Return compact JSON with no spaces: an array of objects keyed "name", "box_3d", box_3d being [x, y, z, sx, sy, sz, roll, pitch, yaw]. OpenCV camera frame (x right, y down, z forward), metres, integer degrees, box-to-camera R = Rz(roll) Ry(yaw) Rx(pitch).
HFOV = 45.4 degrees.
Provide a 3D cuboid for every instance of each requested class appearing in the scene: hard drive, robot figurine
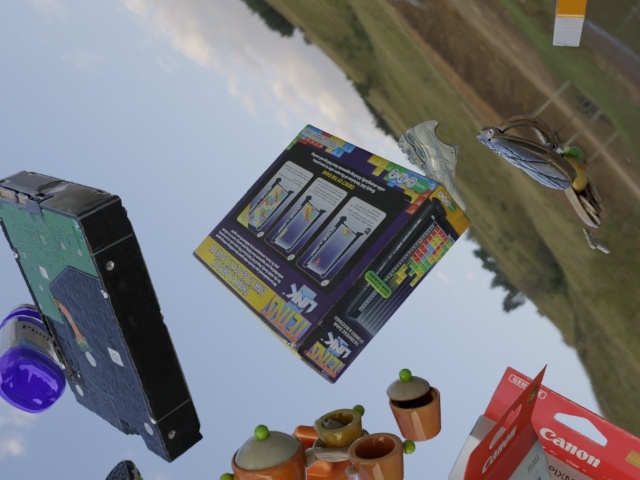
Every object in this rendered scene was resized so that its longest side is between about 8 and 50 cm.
[{"name":"hard drive","box_3d":[-0.274,0.089,0.937,0.237,0.338,0.064,13,-143,43]},{"name":"robot figurine","box_3d":[-0.004,0.398,1.279,0.158,0.128,0.219,52,158,43]}]

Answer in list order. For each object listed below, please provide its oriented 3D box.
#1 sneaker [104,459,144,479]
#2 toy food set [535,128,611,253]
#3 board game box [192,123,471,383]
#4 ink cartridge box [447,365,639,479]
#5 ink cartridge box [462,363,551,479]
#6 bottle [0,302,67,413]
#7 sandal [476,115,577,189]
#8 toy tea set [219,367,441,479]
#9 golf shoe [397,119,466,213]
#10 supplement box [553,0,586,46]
[{"name":"sneaker","box_3d":[-0.295,0.478,1.268,0.097,0.084,0.234,33,-156,-48]},{"name":"toy food set","box_3d":[0.381,-0.077,1.105,0.132,0.039,0.192,13,-126,-55]},{"name":"board game box","box_3d":[0.000,0.000,0.545,0.048,0.141,0.170,44,175,-37]},{"name":"ink cartridge box","box_3d":[0.384,0.379,1.254,0.296,0.261,0.066,28,-139,18]},{"name":"ink cartridge box","box_3d":[0.185,0.266,0.767,0.066,0.232,0.189,29,-146,26]},{"name":"bottle","box_3d":[-0.504,0.188,1.317,0.118,0.092,0.283,45,177,-27]},{"name":"sandal","box_3d":[0.254,-0.118,0.934,0.090,0.060,0.219,35,-170,-9]},{"name":"toy tea set","box_3d":[0.029,0.260,1.023,0.336,0.200,0.124,-31,-67,-51]},{"name":"golf shoe","box_3d":[0.212,-0.125,1.304,0.176,0.086,0.069,55,175,-9]},{"name":"supplement box","box_3d":[0.324,-0.299,0.993,0.036,0.062,0.098,6,173,15]}]
